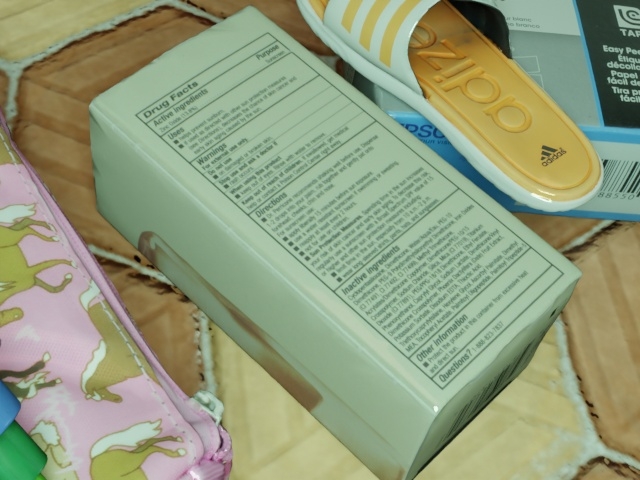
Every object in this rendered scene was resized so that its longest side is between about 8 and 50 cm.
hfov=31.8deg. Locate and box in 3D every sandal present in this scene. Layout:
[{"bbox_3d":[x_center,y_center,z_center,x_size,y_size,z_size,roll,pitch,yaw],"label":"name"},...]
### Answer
[{"bbox_3d":[0.094,-0.131,0.749,0.102,0.076,0.265,-34,65,-27],"label":"sandal"}]

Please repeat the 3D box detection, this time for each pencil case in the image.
[{"bbox_3d":[-0.203,0.039,0.660,0.167,0.160,0.386,-18,58,-37],"label":"pencil case"}]

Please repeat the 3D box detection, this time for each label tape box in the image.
[{"bbox_3d":[0.146,-0.188,0.913,0.249,0.115,0.348,3,56,-8],"label":"label tape box"}]

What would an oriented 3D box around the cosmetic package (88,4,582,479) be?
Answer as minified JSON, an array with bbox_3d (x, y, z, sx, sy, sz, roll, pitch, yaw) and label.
[{"bbox_3d":[0.000,0.000,0.743,0.153,0.129,0.296,-37,69,-28],"label":"cosmetic package"}]

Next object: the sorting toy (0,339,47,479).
[{"bbox_3d":[-0.266,0.182,0.484,0.365,0.127,0.126,-39,107,-9],"label":"sorting toy"}]
